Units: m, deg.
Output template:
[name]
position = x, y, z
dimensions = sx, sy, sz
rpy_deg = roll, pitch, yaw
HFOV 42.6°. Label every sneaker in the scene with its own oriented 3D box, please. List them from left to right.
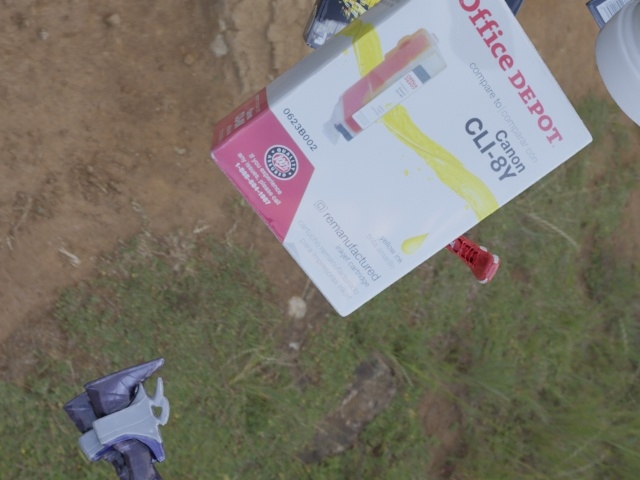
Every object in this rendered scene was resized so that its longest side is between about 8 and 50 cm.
[sneaker]
position = 0.380, 0.040, 2.138
dimensions = 0.128, 0.221, 0.087
rpy_deg = 27, 96, -8

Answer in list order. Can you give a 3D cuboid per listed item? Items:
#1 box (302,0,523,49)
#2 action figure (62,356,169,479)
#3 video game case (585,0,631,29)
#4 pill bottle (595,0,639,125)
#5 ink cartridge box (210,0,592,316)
[box]
position = 0.200, -0.492, 1.701
dimensions = 0.394, 0.097, 0.318
rpy_deg = 18, 114, -16
[action figure]
position = -0.151, 0.262, 0.762
dimensions = 0.099, 0.185, 0.285
rpy_deg = -17, 80, -21
[video game case]
position = 0.457, -0.206, 0.926
dimensions = 0.196, 0.026, 0.274
rpy_deg = -31, 100, 19
[pill bottle]
position = 0.333, -0.190, 0.587
dimensions = 0.153, 0.265, 0.153
rpy_deg = 11, 60, -21
[ink cartridge box]
position = 0.095, -0.136, 1.038
dimensions = 0.384, 0.160, 0.279
rpy_deg = -36, 107, 8
